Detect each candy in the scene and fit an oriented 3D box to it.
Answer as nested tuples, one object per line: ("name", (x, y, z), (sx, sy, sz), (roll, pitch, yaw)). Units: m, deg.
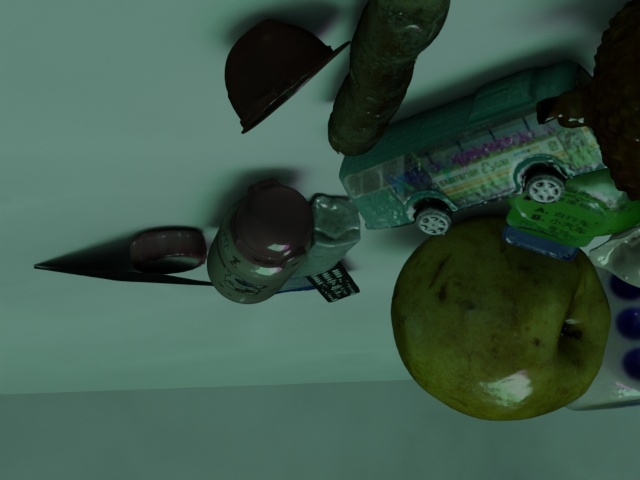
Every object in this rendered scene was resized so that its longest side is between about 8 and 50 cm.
("candy", (-0.203, 0.015, 1.191), (0.103, 0.043, 0.103), (-6, 165, -2))

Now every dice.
("dice", (0.621, 0.183, 1.754), (0.304, 0.277, 0.304), (-3, 164, -1))

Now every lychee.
("lychee", (0.285, -0.109, 0.678), (0.238, 0.200, 0.200), (0, 167, 10))

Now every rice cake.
("rice cake", (0.000, 0.000, 1.184), (0.069, 0.063, 0.206), (-4, 166, -18))

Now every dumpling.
("dumpling", (0.517, 0.010, 1.398), (0.187, 0.108, 0.127), (10, 137, -9))

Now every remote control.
("remote control", (0.014, 0.055, 1.412), (0.063, 0.025, 0.245), (-15, 160, 7))

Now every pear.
("pear", (0.246, 0.112, 1.287), (0.303, 0.304, 0.304), (-6, 165, -2))

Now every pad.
("pad", (-0.261, 0.052, 1.258), (0.245, 0.006, 0.170), (1, 173, 34))

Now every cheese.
("cheese", (0.270, -0.048, 1.000), (0.203, 0.083, 0.320), (18, 162, 9))

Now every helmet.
("helmet", (-0.036, -0.135, 0.674), (0.111, 0.057, 0.089), (-34, -175, 43))

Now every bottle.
("bottle", (-0.070, 0.003, 1.076), (0.109, 0.110, 0.233), (-2, 165, -16))

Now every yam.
("yam", (0.048, -0.134, 0.710), (0.061, 0.061, 0.253), (-4, 165, -9))

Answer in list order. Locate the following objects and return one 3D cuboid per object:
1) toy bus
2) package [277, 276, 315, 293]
("toy bus", (0.146, -0.082, 0.852), (0.261, 0.091, 0.109), (-18, 123, 32))
("package", (-0.064, 0.064, 1.472), (0.171, 0.027, 0.173), (-7, 165, -13))
